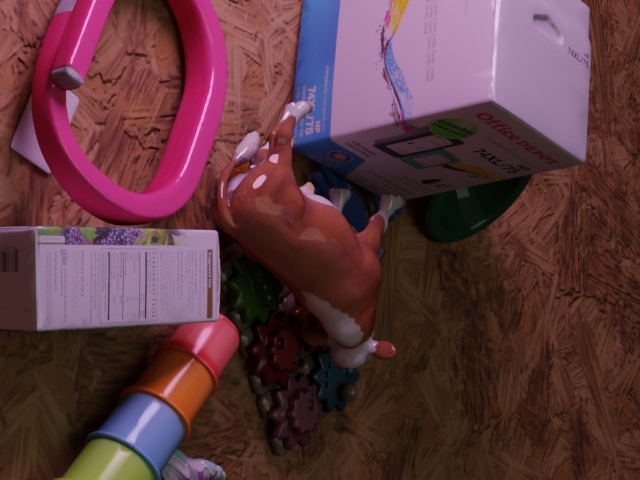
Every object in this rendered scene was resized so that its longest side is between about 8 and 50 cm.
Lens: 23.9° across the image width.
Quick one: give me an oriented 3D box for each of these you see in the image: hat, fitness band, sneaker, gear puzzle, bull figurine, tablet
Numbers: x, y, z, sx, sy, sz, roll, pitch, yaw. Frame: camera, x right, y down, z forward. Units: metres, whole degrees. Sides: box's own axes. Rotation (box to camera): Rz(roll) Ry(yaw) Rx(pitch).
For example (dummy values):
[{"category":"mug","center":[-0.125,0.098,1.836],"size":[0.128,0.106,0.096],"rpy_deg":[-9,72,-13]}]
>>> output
[{"category":"hat","center":[0.162,-0.132,1.943],"size":[0.173,0.183,0.208],"rpy_deg":[-5,136,-45]},{"category":"fitness band","center":[-0.176,-0.153,1.468],"size":[0.209,0.054,0.290],"rpy_deg":[46,46,-38]},{"category":"sneaker","center":[-0.143,0.253,1.551],"size":[0.098,0.038,0.069],"rpy_deg":[28,70,-38]},{"category":"gear puzzle","center":[-0.033,0.058,1.679],"size":[0.175,0.044,0.338],"rpy_deg":[-38,118,-45]},{"category":"bull figurine","center":[0.000,0.000,1.621],"size":[0.310,0.101,0.188],"rpy_deg":[47,49,-41]},{"category":"tablet","center":[-0.259,-0.111,1.427],"size":[0.054,0.006,0.083],"rpy_deg":[39,60,-44]}]

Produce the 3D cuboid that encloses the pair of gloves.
[{"category":"pair of gloves","center":[0.046,-0.056,1.791],"size":[0.159,0.023,0.198],"rpy_deg":[57,44,-32]}]

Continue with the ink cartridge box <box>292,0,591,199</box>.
[{"category":"ink cartridge box","center":[0.136,-0.182,1.687],"size":[0.198,0.270,0.197],"rpy_deg":[25,62,-45]}]

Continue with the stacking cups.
[{"category":"stacking cups","center":[-0.173,0.198,1.471],"size":[0.316,0.096,0.096],"rpy_deg":[-53,129,-39]}]

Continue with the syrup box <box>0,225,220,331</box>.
[{"category":"syrup box","center":[-0.206,0.035,1.422],"size":[0.237,0.093,0.096],"rpy_deg":[-1,90,-51]}]
